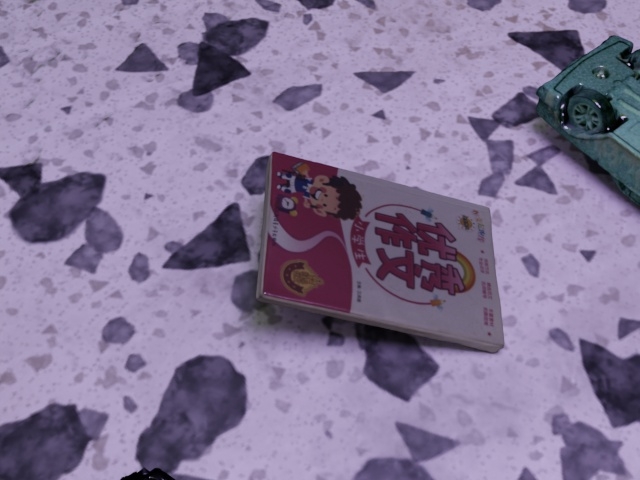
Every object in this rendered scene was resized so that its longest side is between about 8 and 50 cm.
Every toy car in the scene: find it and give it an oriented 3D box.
[{"bbox_3d":[0.369,-0.076,0.890,0.141,0.097,0.321,-36,64,-24],"label":"toy car"}]

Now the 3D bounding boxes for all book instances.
[{"bbox_3d":[0.058,0.009,0.822,0.232,0.022,0.162,13,54,-15],"label":"book"}]

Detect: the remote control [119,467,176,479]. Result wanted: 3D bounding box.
[{"bbox_3d":[-0.014,0.292,0.614,0.399,0.062,0.144,28,35,18],"label":"remote control"}]
